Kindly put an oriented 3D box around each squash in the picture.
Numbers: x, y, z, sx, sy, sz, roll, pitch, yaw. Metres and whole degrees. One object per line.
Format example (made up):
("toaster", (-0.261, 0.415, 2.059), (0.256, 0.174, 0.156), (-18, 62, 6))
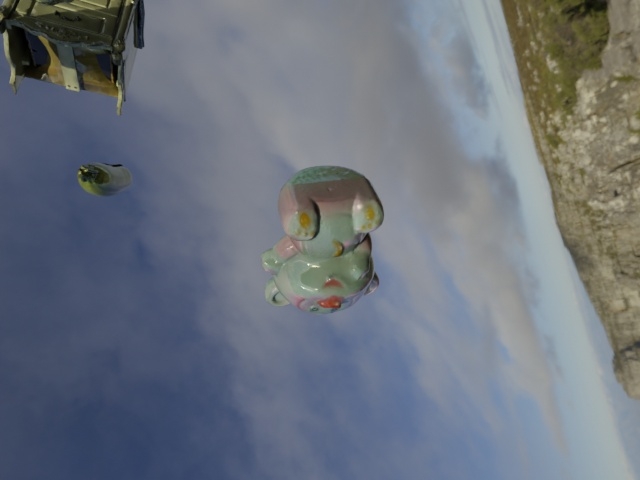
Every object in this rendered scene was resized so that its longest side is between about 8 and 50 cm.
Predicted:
("squash", (-0.589, -0.163, 1.133), (0.341, 0.095, 0.094), (-138, 25, -78))

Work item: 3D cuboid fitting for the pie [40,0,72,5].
("pie", (-0.368, -0.525, 0.762), (0.371, 0.297, 0.078), (-86, -25, -55))

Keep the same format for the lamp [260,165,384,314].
("lamp", (0.000, 0.000, 0.833), (0.247, 0.248, 0.300), (-113, 19, -47))

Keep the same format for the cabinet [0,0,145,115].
("cabinet", (-0.651, -0.551, 1.120), (0.290, 0.227, 0.317), (9, -120, -19))
